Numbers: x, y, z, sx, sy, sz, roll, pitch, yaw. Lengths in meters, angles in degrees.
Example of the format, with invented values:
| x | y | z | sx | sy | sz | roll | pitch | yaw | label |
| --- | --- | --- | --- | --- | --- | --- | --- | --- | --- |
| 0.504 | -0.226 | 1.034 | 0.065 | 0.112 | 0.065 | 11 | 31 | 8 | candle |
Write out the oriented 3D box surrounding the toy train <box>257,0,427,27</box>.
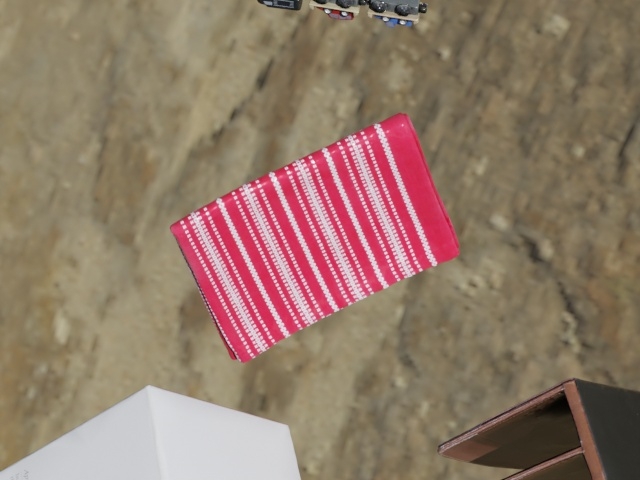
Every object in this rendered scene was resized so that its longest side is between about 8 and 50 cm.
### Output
| x | y | z | sx | sy | sz | roll | pitch | yaw | label |
| --- | --- | --- | --- | --- | --- | --- | --- | --- | --- |
| 0.017 | -0.213 | 1.516 | 0.036 | 0.158 | 0.027 | 88 | -167 | -54 | toy train |

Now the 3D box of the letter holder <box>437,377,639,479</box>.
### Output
| x | y | z | sx | sy | sz | roll | pitch | yaw | label |
| --- | --- | --- | --- | --- | --- | --- | --- | --- | --- |
| 0.302 | 0.280 | 1.946 | 0.214 | 0.301 | 0.152 | -29 | 63 | 31 | letter holder |

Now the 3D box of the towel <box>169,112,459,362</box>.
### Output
| x | y | z | sx | sy | sz | roll | pitch | yaw | label |
| --- | --- | --- | --- | --- | --- | --- | --- | --- | --- |
| 0.000 | 0.000 | 1.768 | 0.274 | 0.199 | 0.031 | -26 | 35 | -6 | towel |

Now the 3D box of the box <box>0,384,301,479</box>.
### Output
| x | y | z | sx | sy | sz | roll | pitch | yaw | label |
| --- | --- | --- | --- | --- | --- | --- | --- | --- | --- |
| -0.208 | 0.308 | 1.707 | 0.345 | 0.215 | 0.168 | -30 | 57 | 28 | box |
